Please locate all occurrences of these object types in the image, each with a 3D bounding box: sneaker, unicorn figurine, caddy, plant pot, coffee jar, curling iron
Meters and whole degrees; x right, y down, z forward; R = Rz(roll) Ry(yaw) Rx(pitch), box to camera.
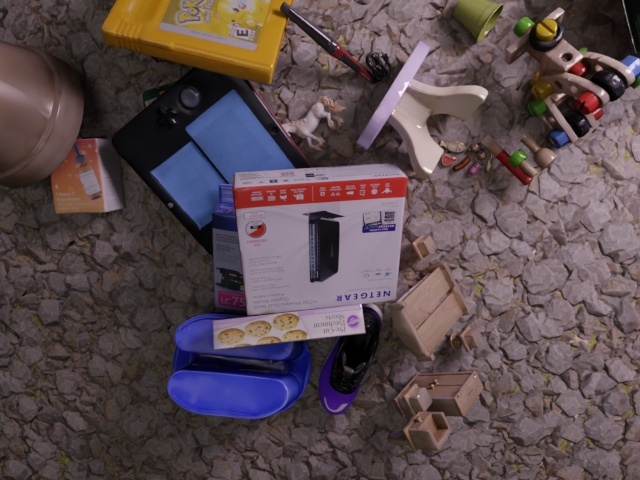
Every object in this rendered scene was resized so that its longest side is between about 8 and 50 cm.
[{"bbox_3d":[0.061,0.295,1.086,0.102,0.146,0.293,19,101,3],"label":"sneaker"},{"bbox_3d":[-0.025,-0.260,1.050,0.111,0.060,0.162,42,88,8],"label":"unicorn figurine"},{"bbox_3d":[-0.195,0.293,1.104,0.342,0.179,0.241,5,77,4],"label":"caddy"},{"bbox_3d":[-0.727,-0.299,0.957,0.323,0.280,0.323,-4,80,21],"label":"plant pot"},{"bbox_3d":[-0.298,-0.326,1.046,0.185,0.096,0.079,-15,101,8],"label":"coffee jar"},{"bbox_3d":[0.323,-0.474,0.964,0.079,0.083,0.083,40,102,12],"label":"plant pot"},{"bbox_3d":[0.036,-0.417,0.974,0.274,0.035,0.068,23,107,-22],"label":"curling iron"}]

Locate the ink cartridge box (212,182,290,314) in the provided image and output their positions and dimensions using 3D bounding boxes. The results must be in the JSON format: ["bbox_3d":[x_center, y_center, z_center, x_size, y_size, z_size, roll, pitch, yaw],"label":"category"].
[{"bbox_3d":[-0.152,0.029,1.065,0.186,0.065,0.311,7,116,4],"label":"ink cartridge box"}]

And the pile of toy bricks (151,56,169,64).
[{"bbox_3d":[-0.291,-0.477,1.015,0.212,0.118,0.105,-15,82,8],"label":"pile of toy bricks"}]

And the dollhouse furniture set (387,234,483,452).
[{"bbox_3d":[0.184,0.217,1.024,0.174,0.303,0.355,-23,96,48],"label":"dollhouse furniture set"}]

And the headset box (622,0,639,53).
[{"bbox_3d":[0.659,-0.489,0.825,0.283,0.131,0.246,-23,99,-35],"label":"headset box"}]

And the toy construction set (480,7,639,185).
[{"bbox_3d":[0.446,-0.300,0.932,0.237,0.257,0.309,49,121,14],"label":"toy construction set"}]

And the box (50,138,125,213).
[{"bbox_3d":[-0.561,-0.154,1.108,0.130,0.091,0.170,-2,100,7],"label":"box"}]

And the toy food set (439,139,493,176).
[{"bbox_3d":[0.326,-0.184,1.037,0.122,0.019,0.077,5,100,6],"label":"toy food set"}]

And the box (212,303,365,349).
[{"bbox_3d":[-0.068,0.187,0.997,0.324,0.063,0.067,-6,78,1],"label":"box"}]

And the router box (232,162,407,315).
[{"bbox_3d":[0.000,0.000,0.969,0.336,0.082,0.301,-5,120,-7],"label":"router box"}]

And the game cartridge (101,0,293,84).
[{"bbox_3d":[-0.228,-0.466,0.932,0.324,0.052,0.285,13,63,-7],"label":"game cartridge"}]

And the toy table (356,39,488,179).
[{"bbox_3d":[0.203,-0.262,0.937,0.161,0.252,0.274,33,76,-2],"label":"toy table"}]

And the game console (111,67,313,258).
[{"bbox_3d":[-0.220,-0.163,1.030,0.342,0.060,0.386,-33,109,14],"label":"game console"}]
